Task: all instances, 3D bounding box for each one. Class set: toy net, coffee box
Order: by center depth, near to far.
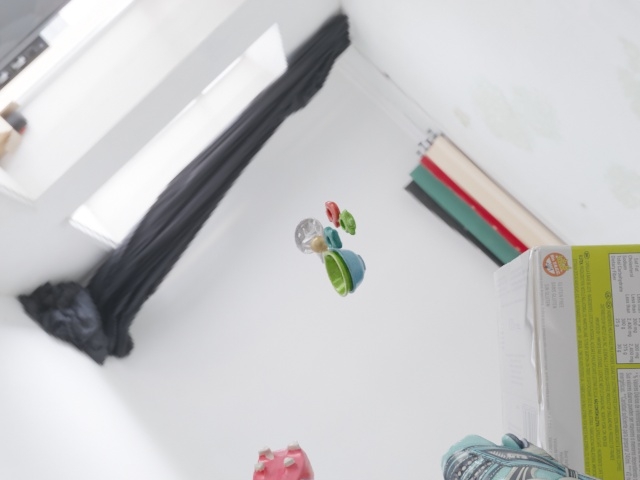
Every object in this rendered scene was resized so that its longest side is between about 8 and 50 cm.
[{"bbox_3d":[0.446,0.188,1.020,0.337,0.335,0.338,57,31,-81],"label":"coffee box"},{"bbox_3d":[0.000,0.000,1.056,0.232,0.045,0.122,25,-45,66],"label":"toy net"}]

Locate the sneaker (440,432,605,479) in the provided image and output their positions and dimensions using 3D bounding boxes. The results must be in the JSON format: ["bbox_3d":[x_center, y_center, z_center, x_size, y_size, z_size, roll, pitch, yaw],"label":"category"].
[{"bbox_3d":[0.206,0.227,0.639,0.283,0.110,0.122,32,10,-46],"label":"sneaker"}]

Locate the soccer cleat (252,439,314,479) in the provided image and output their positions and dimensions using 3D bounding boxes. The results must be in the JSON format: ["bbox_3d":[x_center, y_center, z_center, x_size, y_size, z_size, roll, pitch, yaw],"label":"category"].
[{"bbox_3d":[-0.050,0.299,0.721,0.248,0.083,0.095,-61,134,-71],"label":"soccer cleat"}]
